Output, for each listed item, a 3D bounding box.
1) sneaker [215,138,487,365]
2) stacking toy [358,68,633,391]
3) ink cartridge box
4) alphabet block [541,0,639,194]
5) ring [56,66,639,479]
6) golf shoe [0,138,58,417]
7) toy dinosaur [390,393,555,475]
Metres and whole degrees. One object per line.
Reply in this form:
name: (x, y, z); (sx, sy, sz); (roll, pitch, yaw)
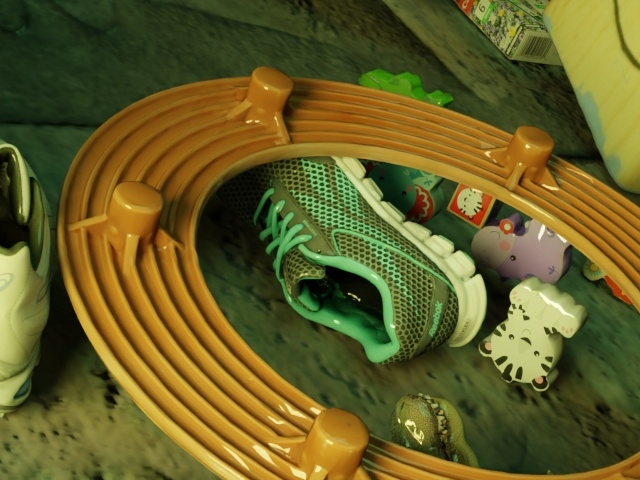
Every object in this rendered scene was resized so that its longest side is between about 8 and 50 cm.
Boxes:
sneaker: (0.000, 0.000, 0.763); (0.166, 0.065, 0.076); (35, 34, 19)
stacking toy: (0.076, -0.015, 0.862); (0.221, 0.052, 0.167); (33, 28, 17)
ink cartridge box: (0.141, -0.174, 1.184); (0.063, 0.029, 0.115); (2, 38, -36)
alphabet block: (0.296, -0.147, 1.062); (0.193, 0.197, 0.192); (9, 43, -26)
ring: (0.054, 0.017, 0.680); (0.336, 0.032, 0.336); (15, 34, -10)
golf shoe: (-0.131, -0.010, 0.650); (0.069, 0.086, 0.176); (12, 30, -20)
toy dinosaur: (0.138, 0.155, 0.623); (0.118, 0.064, 0.268); (-24, 56, -42)
